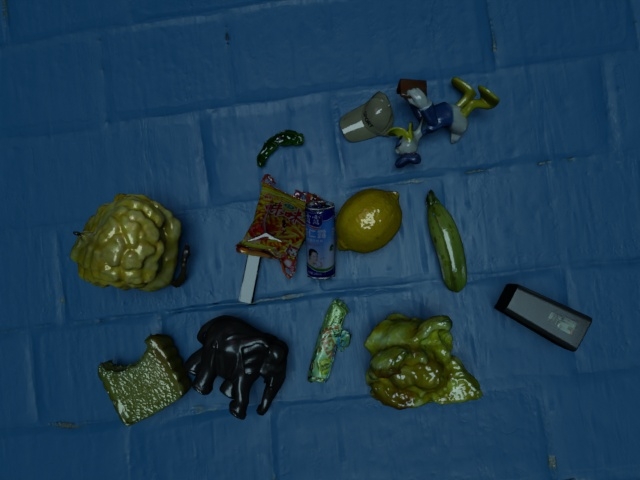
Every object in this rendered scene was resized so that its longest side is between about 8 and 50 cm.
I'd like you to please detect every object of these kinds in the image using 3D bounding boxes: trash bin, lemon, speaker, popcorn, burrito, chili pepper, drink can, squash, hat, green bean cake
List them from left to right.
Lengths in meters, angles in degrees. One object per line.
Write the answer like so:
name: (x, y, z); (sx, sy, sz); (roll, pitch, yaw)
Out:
popcorn: (-0.572, 0.030, 1.592); (0.349, 0.349, 0.381); (-47, 123, 1)
green bean cake: (-0.562, 0.440, 1.650); (0.236, 0.124, 0.233); (-28, 87, 3)
speaker: (-0.228, 0.109, 1.682); (0.046, 0.040, 0.191); (10, 88, 4)
chili pepper: (-0.142, -0.314, 1.691); (0.182, 0.050, 0.073); (-30, 92, 5)
drink can: (0.000, 0.000, 1.604); (0.097, 0.097, 0.235); (1, 109, 4)
burrito: (0.039, 0.333, 1.644); (0.104, 0.054, 0.288); (16, 89, 4)
hat: (0.149, -0.390, 1.654); (0.175, 0.085, 0.147); (-24, 87, 2)
lemon: (0.149, -0.059, 1.588); (0.256, 0.188, 0.188); (-42, 85, 9)
popcorn: (0.290, 0.338, 1.515); (0.321, 0.290, 0.326); (12, 112, -11)
squash: (0.399, -0.002, 1.616); (0.094, 0.094, 0.341); (-14, 86, 3)
trash bin: (0.667, 0.223, 1.552); (0.225, 0.165, 0.115); (29, 91, 8)

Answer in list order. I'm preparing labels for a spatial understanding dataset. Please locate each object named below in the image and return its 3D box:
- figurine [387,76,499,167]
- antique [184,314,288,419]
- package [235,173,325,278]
figurine: (0.332, -0.372, 1.582); (0.283, 0.204, 0.338); (31, 100, -26)
antique: (-0.259, 0.379, 1.601); (0.322, 0.185, 0.255); (33, 91, 9)
package: (-0.136, -0.047, 1.643); (0.223, 0.108, 0.288); (26, 74, -9)
